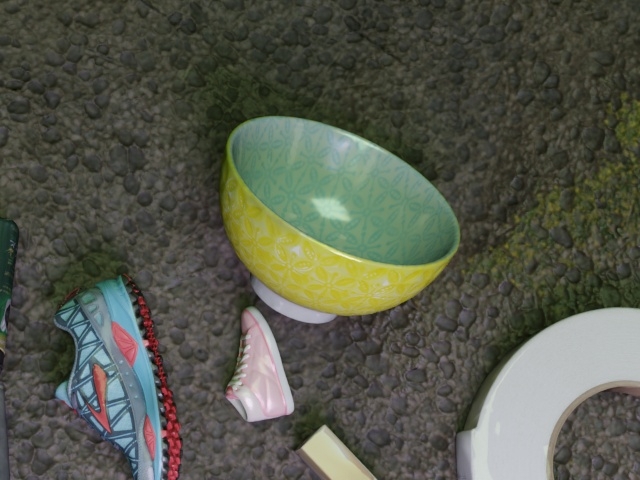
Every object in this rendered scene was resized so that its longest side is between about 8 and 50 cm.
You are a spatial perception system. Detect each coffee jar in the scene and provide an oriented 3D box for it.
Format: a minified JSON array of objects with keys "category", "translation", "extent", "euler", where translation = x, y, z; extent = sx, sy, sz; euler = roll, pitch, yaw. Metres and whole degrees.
[{"category":"coffee jar","translation":[-0.387,0.067,1.779],"extent":[0.079,0.096,0.184],"euler":[6,77,-6]}]

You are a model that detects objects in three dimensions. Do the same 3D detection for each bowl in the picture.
[{"category":"bowl","translation":[0.000,0.000,1.816],"extent":[0.289,0.289,0.156],"euler":[23,119,-5]}]

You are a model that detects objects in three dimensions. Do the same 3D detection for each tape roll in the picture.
[{"category":"tape roll","translation":[0.356,0.273,1.884],"extent":[0.392,0.072,0.392],"euler":[2,79,-10]}]

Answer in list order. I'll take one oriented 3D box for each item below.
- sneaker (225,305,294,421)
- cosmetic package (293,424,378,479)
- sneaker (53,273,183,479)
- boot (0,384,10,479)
[{"category":"sneaker","translation":[-0.083,0.147,1.840],"extent":[0.070,0.051,0.134],"euler":[-17,86,-18]},{"category":"cosmetic package","translation":[0.025,0.269,1.831],"extent":[0.041,0.060,0.115],"euler":[-43,87,-15]},{"category":"sneaker","translation":[-0.234,0.178,1.799],"extent":[0.125,0.104,0.262],"euler":[-16,77,5]},{"category":"boot","translation":[-0.354,0.263,1.761],"extent":[0.189,0.076,0.208],"euler":[10,53,-37]}]
